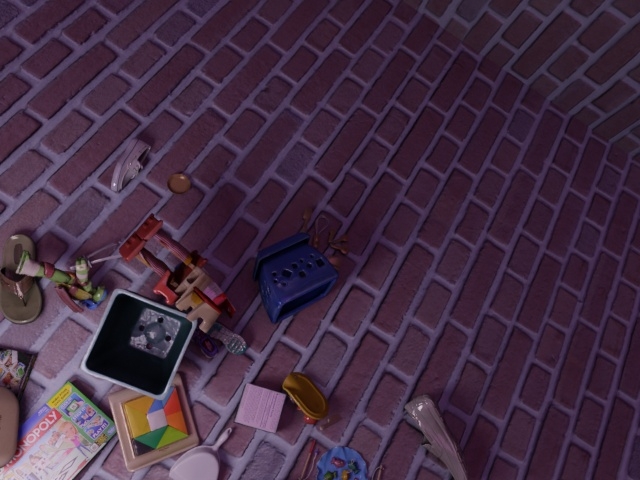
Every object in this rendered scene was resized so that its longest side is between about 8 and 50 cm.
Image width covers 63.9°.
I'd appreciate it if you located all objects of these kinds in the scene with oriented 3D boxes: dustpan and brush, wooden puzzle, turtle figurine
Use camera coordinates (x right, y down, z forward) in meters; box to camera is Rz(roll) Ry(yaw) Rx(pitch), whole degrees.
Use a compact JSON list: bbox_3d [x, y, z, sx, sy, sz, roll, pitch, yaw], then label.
[{"bbox_3d":[-0.342,0.667,1.572,0.147,0.060,0.211,46,74,-12],"label":"dustpan and brush"},{"bbox_3d":[-0.501,0.542,1.555,0.221,0.044,0.238,-12,72,-33],"label":"wooden puzzle"},{"bbox_3d":[-0.768,0.068,1.587,0.266,0.274,0.198,21,20,-34],"label":"turtle figurine"}]

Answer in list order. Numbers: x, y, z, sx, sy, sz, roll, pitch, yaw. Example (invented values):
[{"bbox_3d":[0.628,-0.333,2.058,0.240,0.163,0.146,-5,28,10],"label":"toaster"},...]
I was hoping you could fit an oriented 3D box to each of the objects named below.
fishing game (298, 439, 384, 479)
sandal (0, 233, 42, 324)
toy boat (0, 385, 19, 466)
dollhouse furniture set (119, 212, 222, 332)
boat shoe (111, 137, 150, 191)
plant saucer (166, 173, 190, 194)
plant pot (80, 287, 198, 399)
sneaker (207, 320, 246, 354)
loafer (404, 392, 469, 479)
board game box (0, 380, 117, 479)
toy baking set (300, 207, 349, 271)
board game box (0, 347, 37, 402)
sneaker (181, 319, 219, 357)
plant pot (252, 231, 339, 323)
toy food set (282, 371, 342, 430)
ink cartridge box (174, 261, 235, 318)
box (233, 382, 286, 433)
[{"bbox_3d":[0.070,0.765,1.658,0.264,0.041,0.189,27,62,-4],"label":"fishing game"},{"bbox_3d":[-0.944,0.115,1.593,0.120,0.086,0.302,-10,73,-19],"label":"sandal"},{"bbox_3d":[-0.929,0.514,1.399,0.151,0.151,0.231,-21,61,16],"label":"toy boat"},{"bbox_3d":[-0.403,0.078,1.443,0.152,0.374,0.201,-50,126,-10],"label":"dollhouse furniture set"},{"bbox_3d":[-0.668,-0.268,1.819,0.076,0.083,0.226,17,65,-8],"label":"boat shoe"},{"bbox_3d":[-0.518,-0.203,1.875,0.083,0.015,0.083,5,69,-14],"label":"plant saucer"},{"bbox_3d":[-0.517,0.292,1.541,0.248,0.252,0.247,23,85,-7],"label":"plant pot"},{"bbox_3d":[-0.313,0.313,1.710,0.065,0.076,0.166,-46,111,-2],"label":"sneaker"},{"bbox_3d":[0.400,0.683,1.757,0.111,0.112,0.319,-30,79,13],"label":"loafer"},{"bbox_3d":[-0.774,0.600,1.479,0.213,0.046,0.317,41,65,1],"label":"board game box"},{"bbox_3d":[-0.004,0.005,1.936,0.256,0.030,0.197,43,62,3],"label":"toy baking set"},{"bbox_3d":[-0.947,0.449,1.498,0.136,0.030,0.259,16,66,-12],"label":"board game box"},{"bbox_3d":[-0.393,0.309,1.684,0.170,0.071,0.068,44,65,4],"label":"sneaker"},{"bbox_3d":[-0.102,0.119,1.755,0.236,0.236,0.212,-25,73,-22],"label":"plant pot"},{"bbox_3d":[-0.047,0.539,1.684,0.218,0.071,0.128,48,28,16],"label":"toy food set"},{"bbox_3d":[-0.385,0.176,1.701,0.078,0.134,0.231,-36,82,-25],"label":"ink cartridge box"},{"bbox_3d":[-0.195,0.540,1.650,0.137,0.072,0.126,19,65,-7],"label":"box"}]
